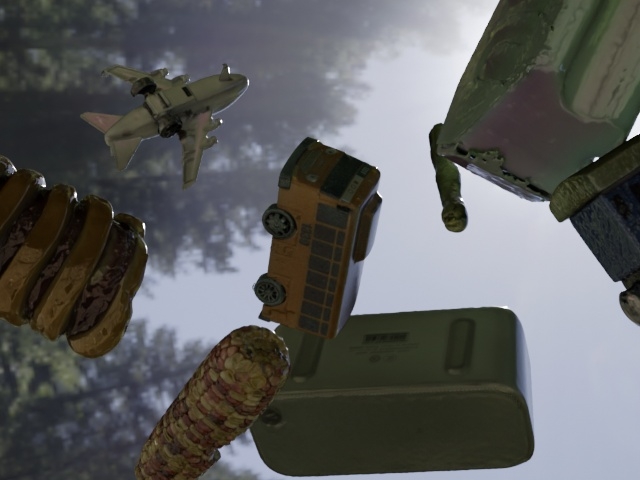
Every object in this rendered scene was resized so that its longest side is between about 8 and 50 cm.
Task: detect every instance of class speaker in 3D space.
[{"bbox_3d":[0.108,0.217,1.895,0.406,0.184,0.183,-5,-53,15],"label":"speaker"}]

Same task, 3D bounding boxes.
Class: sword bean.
[{"bbox_3d":[0.163,-0.079,1.645,0.038,0.269,0.043,-12,-63,7],"label":"sword bean"}]

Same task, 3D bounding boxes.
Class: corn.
[{"bbox_3d":[-0.135,0.215,1.563,0.098,0.098,0.290,54,-54,26],"label":"corn"}]

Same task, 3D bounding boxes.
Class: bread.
[{"bbox_3d":[-0.248,-0.001,1.065,0.225,0.134,0.081,22,-29,2],"label":"bread"}]

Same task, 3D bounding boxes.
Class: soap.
[{"bbox_3d":[0.317,-0.270,1.548,0.446,0.156,0.261,-64,-166,-2],"label":"soap"}]

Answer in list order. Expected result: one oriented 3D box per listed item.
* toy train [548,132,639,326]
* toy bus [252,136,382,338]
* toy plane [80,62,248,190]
[{"bbox_3d":[0.403,-0.042,1.353,0.202,0.300,0.131,55,-19,10],"label":"toy train"},{"bbox_3d":[0.000,0.000,1.282,0.103,0.091,0.182,18,-54,12],"label":"toy bus"},{"bbox_3d":[-0.146,-0.131,1.297,0.162,0.171,0.065,54,-17,22],"label":"toy plane"}]
